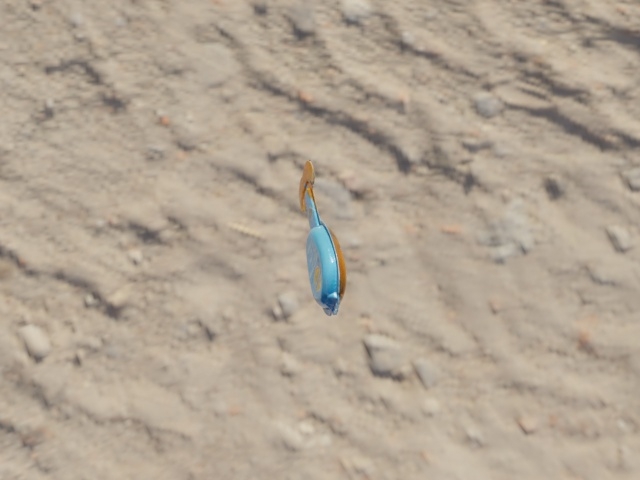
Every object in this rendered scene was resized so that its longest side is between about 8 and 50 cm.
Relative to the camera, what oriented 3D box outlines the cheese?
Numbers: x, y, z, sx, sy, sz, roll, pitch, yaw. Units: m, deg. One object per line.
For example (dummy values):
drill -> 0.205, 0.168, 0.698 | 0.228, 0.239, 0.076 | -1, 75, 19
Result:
cheese -> -0.001, 0.000, 0.968 | 0.047, 0.017, 0.111 | 112, 151, -48
